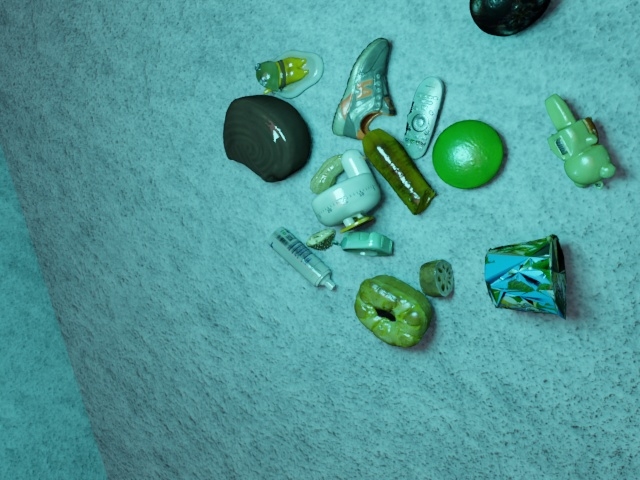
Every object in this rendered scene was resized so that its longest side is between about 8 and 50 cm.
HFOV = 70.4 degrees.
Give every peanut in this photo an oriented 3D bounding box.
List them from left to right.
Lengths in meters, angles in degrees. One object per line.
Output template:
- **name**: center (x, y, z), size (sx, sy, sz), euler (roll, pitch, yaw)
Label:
- **peanut**: center (0.031, -0.233, 1.597), size (0.080, 0.080, 0.174), euler (47, 109, 14)

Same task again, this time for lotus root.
- **lotus root**: center (0.366, 0.121, 1.449), size (0.081, 0.112, 0.122), euler (-6, 95, 35)

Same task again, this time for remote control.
- **remote control**: center (0.325, -0.388, 1.443), size (0.097, 0.045, 0.256), euler (25, 110, 25)

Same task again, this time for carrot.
- **carrot**: center (0.250, -0.226, 1.461), size (0.114, 0.114, 0.301), euler (-40, 82, 26)

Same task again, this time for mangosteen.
- **mangosteen**: center (0.513, -0.675, 1.224), size (0.216, 0.216, 0.216), euler (4, 98, 27)

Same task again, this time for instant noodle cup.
- **instant noodle cup**: center (0.582, 0.104, 1.287), size (0.178, 0.240, 0.240), euler (-7, 93, 35)

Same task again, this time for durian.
- **durian**: center (0.005, 0.002, 1.669), size (0.130, 0.052, 0.066), euler (-22, 48, 25)

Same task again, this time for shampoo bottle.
- **shampoo bottle**: center (-0.062, 0.075, 1.676), size (0.303, 0.092, 0.092), euler (41, 113, 15)

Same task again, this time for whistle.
- **whistle**: center (0.693, -0.266, 1.230), size (0.106, 0.131, 0.288), euler (-24, 85, -12)

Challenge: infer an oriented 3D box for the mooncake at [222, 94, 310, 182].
- **mooncake**: center (-0.211, -0.361, 1.627), size (0.334, 0.174, 0.325), euler (-27, 95, 40)

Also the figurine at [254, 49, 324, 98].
- **figurine**: center (-0.129, -0.599, 1.592), size (0.250, 0.141, 0.166), euler (-14, 89, 28)

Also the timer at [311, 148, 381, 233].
- **timer**: center (0.078, -0.156, 1.493), size (0.234, 0.233, 0.240), euler (-27, 88, 27)

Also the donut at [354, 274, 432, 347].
- **donut**: center (0.237, 0.232, 1.503), size (0.261, 0.128, 0.208), euler (36, 129, 23)

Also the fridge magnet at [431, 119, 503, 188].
- **fridge magnet**: center (0.443, -0.259, 1.373), size (0.208, 0.088, 0.207), euler (4, 100, 26)

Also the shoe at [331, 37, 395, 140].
- **shoe**: center (0.173, -0.469, 1.468), size (0.171, 0.132, 0.336), euler (31, 111, 15)

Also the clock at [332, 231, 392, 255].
- **clock**: center (0.138, 0.011, 1.536), size (0.189, 0.148, 0.060), euler (1, 78, 30)
